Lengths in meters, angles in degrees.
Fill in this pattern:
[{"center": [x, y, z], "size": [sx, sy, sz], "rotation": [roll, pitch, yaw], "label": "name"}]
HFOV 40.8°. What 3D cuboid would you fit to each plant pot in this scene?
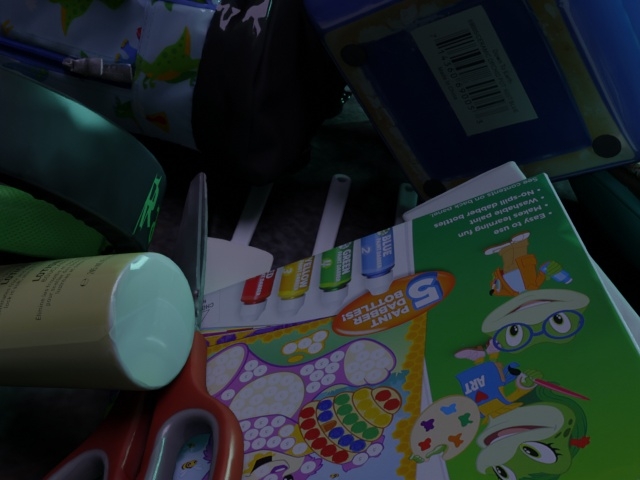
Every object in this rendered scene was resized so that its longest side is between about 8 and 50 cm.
[{"center": [0.140, -0.168, 0.642], "size": [0.235, 0.236, 0.212], "rotation": [-11, 36, 39], "label": "plant pot"}]

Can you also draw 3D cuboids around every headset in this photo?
[{"center": [-0.269, -0.087, 0.438], "size": [0.394, 0.243, 0.185], "rotation": [16, 75, -19], "label": "headset"}]

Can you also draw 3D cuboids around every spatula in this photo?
[{"center": [0.000, 0.000, 0.640], "size": [0.168, 0.019, 0.242], "rotation": [13, 34, 0], "label": "spatula"}]

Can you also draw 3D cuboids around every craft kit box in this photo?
[{"center": [0.018, 0.094, 0.374], "size": [0.249, 0.061, 0.247], "rotation": [-21, 37, 9], "label": "craft kit box"}]

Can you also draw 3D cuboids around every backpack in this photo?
[{"center": [-0.164, -0.208, 0.711], "size": [0.355, 0.274, 0.290], "rotation": [6, 35, 21], "label": "backpack"}]

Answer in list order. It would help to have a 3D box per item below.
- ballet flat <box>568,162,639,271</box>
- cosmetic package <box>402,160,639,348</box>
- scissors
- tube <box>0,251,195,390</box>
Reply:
[{"center": [0.298, 0.016, 0.562], "size": [0.181, 0.164, 0.483], "rotation": [-22, 30, 13], "label": "ballet flat"}, {"center": [0.135, 0.070, 0.483], "size": [0.085, 0.117, 0.231], "rotation": [-27, 42, 4], "label": "cosmetic package"}, {"center": [-0.063, 0.049, 0.427], "size": [0.108, 0.021, 0.297], "rotation": [-12, 36, 25], "label": "scissors"}, {"center": [-0.177, 0.042, 0.429], "size": [0.240, 0.062, 0.070], "rotation": [-4, -15, 29], "label": "tube"}]
